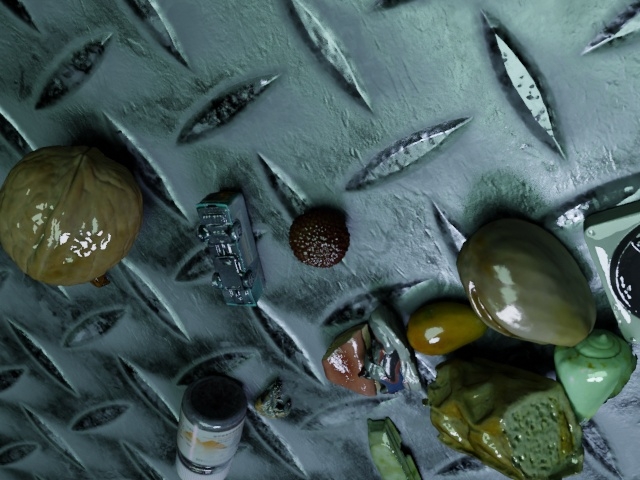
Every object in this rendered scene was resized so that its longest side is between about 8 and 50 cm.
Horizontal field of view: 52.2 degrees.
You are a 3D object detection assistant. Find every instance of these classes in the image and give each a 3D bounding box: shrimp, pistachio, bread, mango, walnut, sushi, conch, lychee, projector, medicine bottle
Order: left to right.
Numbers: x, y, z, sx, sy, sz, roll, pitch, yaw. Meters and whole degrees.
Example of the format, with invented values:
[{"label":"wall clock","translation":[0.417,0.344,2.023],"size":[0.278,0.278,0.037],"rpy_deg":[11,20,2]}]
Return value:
[{"label":"walnut","translation":[-0.525,-0.058,1.376],"size":[0.277,0.252,0.313],"rpy_deg":[36,122,11]},{"label":"sushi","translation":[-0.553,0.074,1.594],"size":[0.050,0.047,0.099],"rpy_deg":[14,142,26]},{"label":"medicine bottle","translation":[-0.285,0.493,1.677],"size":[0.165,0.165,0.273],"rpy_deg":[20,124,8]},{"label":"shrimp","translation":[-0.109,0.400,1.639],"size":[0.091,0.034,0.161],"rpy_deg":[22,132,-8]},{"label":"lychee","translation":[0.000,-0.003,1.293],"size":[0.123,0.129,0.123],"rpy_deg":[-3,102,-14]},{"label":"bread","translation":[0.065,0.267,1.465],"size":[0.119,0.067,0.193],"rpy_deg":[-5,119,12]},{"label":"mango","translation":[0.252,0.174,1.329],"size":[0.163,0.089,0.111],"rpy_deg":[-31,118,22]},{"label":"bread","translation":[0.352,0.346,1.282],"size":[0.239,0.196,0.252],"rpy_deg":[59,159,-14]},{"label":"pistachio","translation":[0.370,0.078,1.191],"size":[0.288,0.197,0.166],"rpy_deg":[38,170,-18]},{"label":"conch","translation":[0.530,0.262,1.257],"size":[0.137,0.143,0.251],"rpy_deg":[7,140,35]},{"label":"projector","translation":[0.616,0.044,1.114],"size":[0.259,0.079,0.257],"rpy_deg":[-19,111,27]}]

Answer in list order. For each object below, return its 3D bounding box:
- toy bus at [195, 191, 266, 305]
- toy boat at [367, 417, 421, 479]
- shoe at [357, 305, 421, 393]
[{"label":"toy bus","translation":[-0.187,0.019,1.383],"size":[0.091,0.109,0.262],"rpy_deg":[2,122,18]},{"label":"toy boat","translation":[0.191,0.563,1.608],"size":[0.093,0.055,0.293],"rpy_deg":[-14,114,30]},{"label":"shoe","translation":[0.131,0.243,1.393],"size":[0.125,0.099,0.228],"rpy_deg":[-21,116,13]}]
